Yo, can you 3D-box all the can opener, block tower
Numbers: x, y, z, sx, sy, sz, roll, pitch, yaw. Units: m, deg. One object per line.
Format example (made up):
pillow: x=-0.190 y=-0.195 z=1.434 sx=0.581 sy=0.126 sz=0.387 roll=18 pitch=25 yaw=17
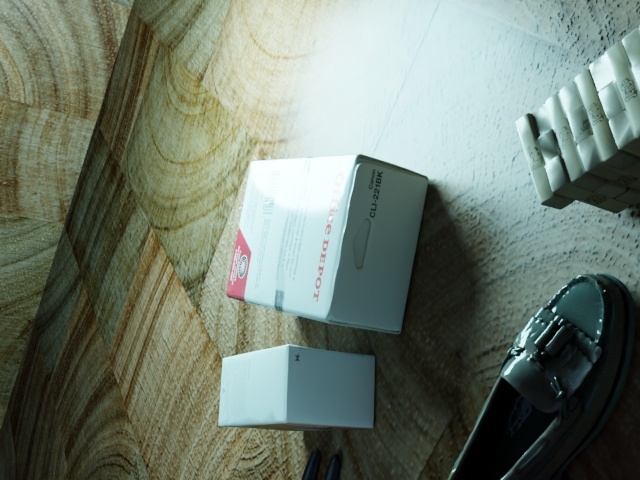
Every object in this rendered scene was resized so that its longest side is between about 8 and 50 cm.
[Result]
can opener: x=-0.015 y=0.354 z=0.994 sx=0.073 sy=0.059 sz=0.186 roll=-175 pitch=106 yaw=-85
block tower: x=0.308 y=-0.138 z=0.601 sx=0.335 sy=0.097 sz=0.091 roll=-39 pitch=49 yaw=44

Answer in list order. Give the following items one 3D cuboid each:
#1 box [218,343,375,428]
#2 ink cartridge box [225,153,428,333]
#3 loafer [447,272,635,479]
box: x=-0.032 y=0.190 z=0.997 sx=0.170 sy=0.130 sz=0.091 roll=-21 pitch=62 yaw=54
ink cartridge box: x=0.000 y=0.000 z=1.021 sx=0.273 sy=0.114 sz=0.197 roll=6 pitch=85 yaw=59
loafer: x=0.188 y=0.151 z=0.702 sx=0.096 sy=0.084 sz=0.268 roll=41 pitch=115 yaw=55
